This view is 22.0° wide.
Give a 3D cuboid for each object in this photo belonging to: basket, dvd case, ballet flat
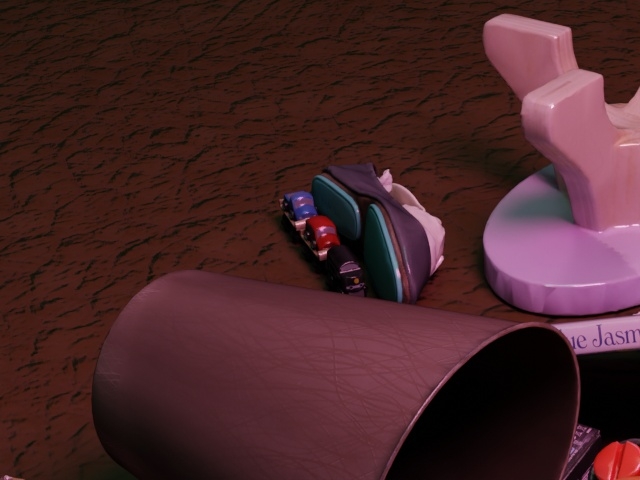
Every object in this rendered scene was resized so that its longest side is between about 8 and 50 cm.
[{"bbox_3d":[-0.006,0.104,0.915,0.227,0.154,0.204,15,48,37],"label":"basket"},{"bbox_3d":[0.180,0.060,1.057,0.253,0.022,0.180,-7,-3,8],"label":"dvd case"},{"bbox_3d":[0.055,-0.010,1.270,0.074,0.074,0.203,-13,28,-15],"label":"ballet flat"}]

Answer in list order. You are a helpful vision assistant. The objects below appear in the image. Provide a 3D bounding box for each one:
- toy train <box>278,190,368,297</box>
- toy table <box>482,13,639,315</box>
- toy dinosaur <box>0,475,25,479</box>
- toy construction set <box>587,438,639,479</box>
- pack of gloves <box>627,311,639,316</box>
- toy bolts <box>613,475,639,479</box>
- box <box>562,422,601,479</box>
[{"bbox_3d":[0.000,0.000,1.288,0.027,0.036,0.158,-13,30,-16],"label":"toy train"},{"bbox_3d":[0.234,-0.073,1.264,0.252,0.161,0.274,12,32,26],"label":"toy table"},{"bbox_3d":[-0.123,0.222,0.891,0.118,0.064,0.268,-19,35,-4],"label":"toy dinosaur"},{"bbox_3d":[0.276,0.145,0.879,0.215,0.151,0.327,-32,22,3],"label":"toy construction set"},{"bbox_3d":[0.346,0.057,1.134,0.195,0.046,0.232,-21,33,-29],"label":"pack of gloves"},{"bbox_3d":[0.121,0.240,0.768,0.228,0.218,0.158,-27,5,5],"label":"toy bolts"},{"bbox_3d":[0.049,0.155,1.002,0.184,0.045,0.191,12,34,31],"label":"box"}]
